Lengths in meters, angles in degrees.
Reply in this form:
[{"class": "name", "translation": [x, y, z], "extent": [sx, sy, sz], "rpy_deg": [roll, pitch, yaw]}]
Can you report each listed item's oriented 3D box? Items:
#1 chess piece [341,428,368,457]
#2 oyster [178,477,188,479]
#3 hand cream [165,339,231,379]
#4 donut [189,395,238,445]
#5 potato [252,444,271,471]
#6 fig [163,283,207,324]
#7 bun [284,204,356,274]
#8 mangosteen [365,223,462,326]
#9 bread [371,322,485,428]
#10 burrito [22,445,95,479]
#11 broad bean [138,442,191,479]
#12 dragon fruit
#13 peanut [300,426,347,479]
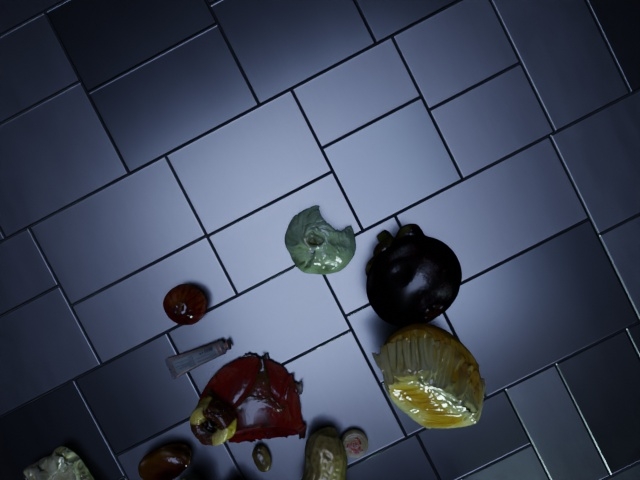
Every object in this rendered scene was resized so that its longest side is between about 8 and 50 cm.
[{"class": "chess piece", "translation": [0.103, 0.615, 1.555], "extent": [0.083, 0.038, 0.084], "rpy_deg": [0, 94, 1]}, {"class": "oyster", "translation": [-0.346, 0.863, 1.527], "extent": [0.110, 0.204, 0.397], "rpy_deg": [-28, 104, -36]}, {"class": "hand cream", "translation": [-0.368, 0.354, 1.552], "extent": [0.209, 0.043, 0.067], "rpy_deg": [-23, 90, 7]}, {"class": "donut", "translation": [-0.310, 0.519, 1.467], "extent": [0.140, 0.059, 0.141], "rpy_deg": [4, 101, 18]}, {"class": "potato", "translation": [-0.178, 0.663, 1.560], "extent": [0.051, 0.040, 0.084], "rpy_deg": [-22, 91, 7]}, {"class": "fig", "translation": [-0.389, 0.192, 1.502], "extent": [0.128, 0.150, 0.129], "rpy_deg": [-9, 106, -36]}, {"class": "bun", "translation": [0.000, 0.000, 1.486], "extent": [0.212, 0.126, 0.204], "rpy_deg": [1, 94, 0]}, {"class": "mangosteen", "translation": [0.243, 0.088, 1.444], "extent": [0.274, 0.275, 0.302], "rpy_deg": [-31, 56, 2]}, {"class": "bread", "translation": [0.314, 0.378, 1.411], "extent": [0.235, 0.183, 0.389], "rpy_deg": [-14, 136, 24]}, {"class": "burrito", "translation": [-0.732, 0.778, 1.544], "extent": [0.175, 0.107, 0.348], "rpy_deg": [-43, 89, 18]}, {"class": "broad bean", "translation": [-0.469, 0.672, 1.544], "extent": [0.165, 0.084, 0.114], "rpy_deg": [-36, 97, 8]}, {"class": "dragon fruit", "translation": [-0.220, 0.483, 1.529], "extent": [0.342, 0.100, 0.283], "rpy_deg": [-6, 88, 0]}, {"class": "peanut", "translation": [0.007, 0.706, 1.498], "extent": [0.142, 0.159, 0.292], "rpy_deg": [1, 93, 30]}]
